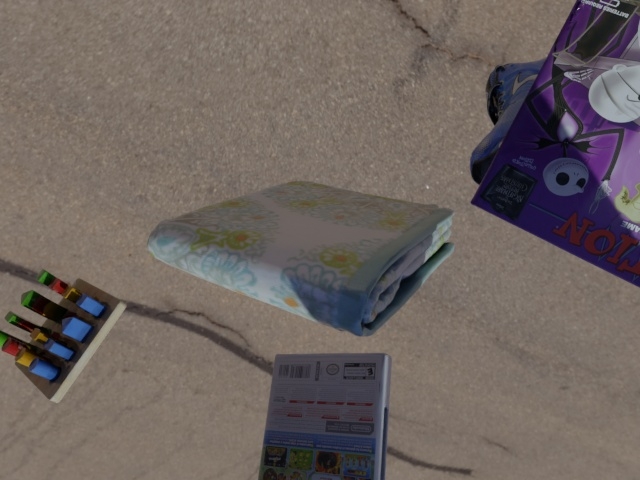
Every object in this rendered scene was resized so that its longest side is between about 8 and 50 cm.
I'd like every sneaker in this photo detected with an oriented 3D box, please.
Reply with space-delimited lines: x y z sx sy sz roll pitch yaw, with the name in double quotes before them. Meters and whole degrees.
"sneaker" 0.283 -0.165 0.704 0.147 0.330 0.129 21 135 35

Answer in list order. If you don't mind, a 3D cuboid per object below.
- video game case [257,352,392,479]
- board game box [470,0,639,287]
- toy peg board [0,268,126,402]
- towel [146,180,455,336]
"video game case" 0.000 0.131 0.316 0.087 0.122 0.011 -8 152 32
"board game box" 0.326 -0.044 0.407 0.347 0.056 0.208 29 124 16
"toy peg board" -0.398 0.126 0.755 0.079 0.161 0.161 46 66 -41
"towel" 0.000 0.000 0.749 0.321 0.374 0.090 13 111 27
